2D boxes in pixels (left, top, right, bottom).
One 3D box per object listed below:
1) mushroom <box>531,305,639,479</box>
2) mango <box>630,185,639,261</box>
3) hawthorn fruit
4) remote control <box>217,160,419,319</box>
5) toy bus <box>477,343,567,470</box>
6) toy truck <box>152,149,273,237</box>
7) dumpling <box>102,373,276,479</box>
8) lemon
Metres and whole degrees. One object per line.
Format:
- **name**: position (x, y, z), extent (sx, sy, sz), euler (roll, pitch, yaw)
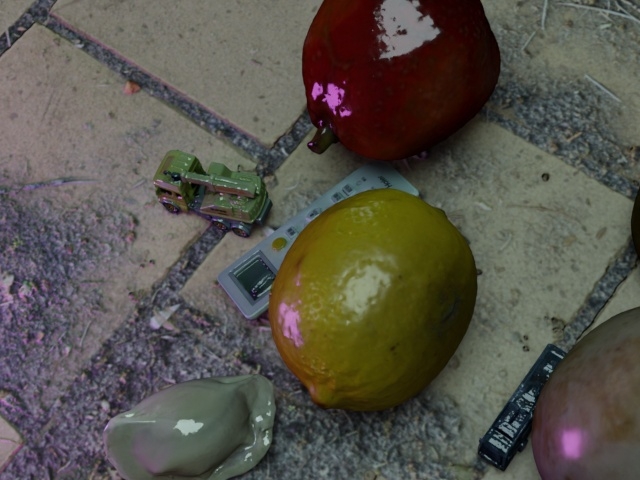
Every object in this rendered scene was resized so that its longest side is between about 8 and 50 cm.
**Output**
- **mushroom**: position (0.407, 0.230, 1.420), extent (0.297, 0.297, 0.290), euler (-45, 104, -13)
- **mango**: position (0.475, -0.033, 1.588), extent (0.133, 0.111, 0.268), euler (-4, 59, 20)
- **hawthorn fruit**: position (0.096, -0.231, 1.665), extent (0.265, 0.265, 0.307), euler (33, 81, 21)
- **remote control**: position (-0.001, 0.000, 1.677), extent (0.293, 0.051, 0.103), euler (-35, 46, -7)
- **toy bus**: position (0.259, 0.209, 1.531), extent (0.047, 0.065, 0.166), euler (32, 72, 20)
- **toy truck**: position (-0.154, -0.074, 1.710), extent (0.168, 0.100, 0.077), euler (20, 68, 17)
- **dumpling**: position (-0.157, 0.256, 1.553), extent (0.228, 0.124, 0.151), euler (-18, 101, -8)
- **lemon**: position (0.064, 0.075, 1.525), extent (0.260, 0.260, 0.284), euler (30, 95, 21)
